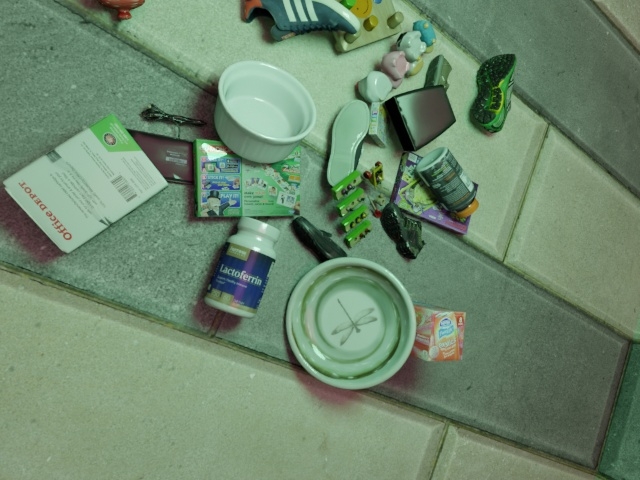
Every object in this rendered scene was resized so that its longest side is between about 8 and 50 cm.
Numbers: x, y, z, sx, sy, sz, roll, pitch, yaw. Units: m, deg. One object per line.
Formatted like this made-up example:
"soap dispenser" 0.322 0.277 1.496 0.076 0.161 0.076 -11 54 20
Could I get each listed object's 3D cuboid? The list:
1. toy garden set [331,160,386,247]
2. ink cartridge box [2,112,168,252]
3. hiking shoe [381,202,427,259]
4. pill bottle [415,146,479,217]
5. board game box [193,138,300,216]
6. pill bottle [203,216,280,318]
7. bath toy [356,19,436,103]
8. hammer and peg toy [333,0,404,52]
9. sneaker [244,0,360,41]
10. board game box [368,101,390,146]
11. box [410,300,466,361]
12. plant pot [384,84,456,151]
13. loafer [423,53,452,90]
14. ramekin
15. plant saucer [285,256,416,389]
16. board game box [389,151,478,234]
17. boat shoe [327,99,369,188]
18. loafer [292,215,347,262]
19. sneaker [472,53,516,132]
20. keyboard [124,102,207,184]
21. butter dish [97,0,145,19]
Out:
"toy garden set" 0.149 -0.118 1.369 0.204 0.049 0.244 -40 134 -22
"ink cartridge box" -0.561 -0.138 1.041 0.289 0.121 0.211 -38 105 -12
"hiking shoe" 0.298 -0.049 1.491 0.114 0.086 0.227 -42 115 -31
"pill bottle" 0.453 -0.194 1.477 0.130 0.130 0.245 -47 108 -17
"board game box" -0.209 -0.177 1.241 0.317 0.046 0.213 -2 96 -29
"pill bottle" -0.216 0.076 1.204 0.153 0.153 0.264 23 80 -24
"bath toy" 0.250 -0.587 1.430 0.348 0.129 0.151 -48 128 -16
"hammer and peg toy" 0.108 -0.816 1.356 0.266 0.127 0.361 -28 102 -22
"sneaker" -0.061 -0.648 1.249 0.350 0.131 0.148 22 100 4
"board game box" 0.198 -0.382 1.407 0.154 0.026 0.103 9 86 -68
"box" 0.302 0.276 1.364 0.142 0.300 0.154 7 87 -29
"plant pot" 0.338 -0.417 1.408 0.167 0.188 0.187 -24 102 3
"loafer" 0.425 -0.548 1.527 0.087 0.094 0.251 21 82 -20
"ramekin" -0.163 -0.351 1.184 0.277 0.135 0.277 13 58 -21
"plant saucer" 0.094 0.252 1.322 0.401 0.100 0.400 -1 87 10
"board game box" 0.424 -0.169 1.559 0.347 0.056 0.208 19 78 -24
"boat shoe" 0.085 -0.305 1.377 0.114 0.091 0.302 19 84 6
"loafer" 0.000 0.000 1.351 0.223 0.076 0.078 46 59 -18
"sneaker" 0.683 -0.577 1.648 0.146 0.134 0.343 35 71 -47
"keyboard" -0.400 -0.263 1.181 0.317 0.033 0.201 7 93 -26
"butter dish" -0.511 -0.629 1.075 0.160 0.160 0.118 -16 120 -23
